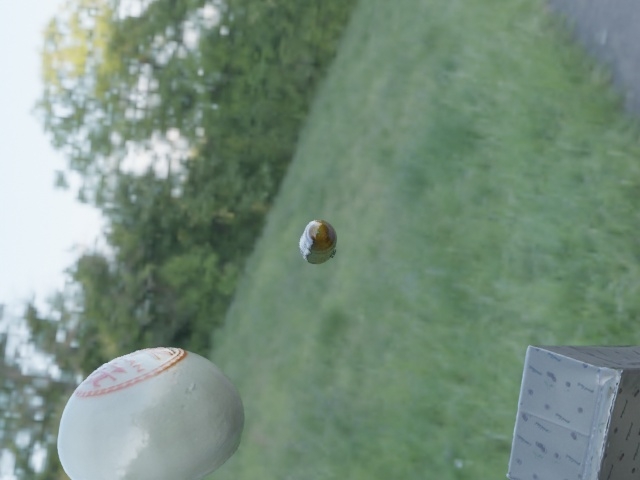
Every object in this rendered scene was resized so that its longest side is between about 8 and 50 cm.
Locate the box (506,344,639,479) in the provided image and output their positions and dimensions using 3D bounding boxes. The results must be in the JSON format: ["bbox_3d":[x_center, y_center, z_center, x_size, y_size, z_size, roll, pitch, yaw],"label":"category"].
[{"bbox_3d":[0.470,0.286,1.787,0.190,0.297,0.225,16,99,53],"label":"box"}]

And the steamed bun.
[{"bbox_3d":[-0.212,0.208,1.393,0.232,0.232,0.145,-100,-5,-75],"label":"steamed bun"}]

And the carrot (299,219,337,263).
[{"bbox_3d":[0.000,0.000,1.388,0.139,0.048,0.048,112,164,-82],"label":"carrot"}]
